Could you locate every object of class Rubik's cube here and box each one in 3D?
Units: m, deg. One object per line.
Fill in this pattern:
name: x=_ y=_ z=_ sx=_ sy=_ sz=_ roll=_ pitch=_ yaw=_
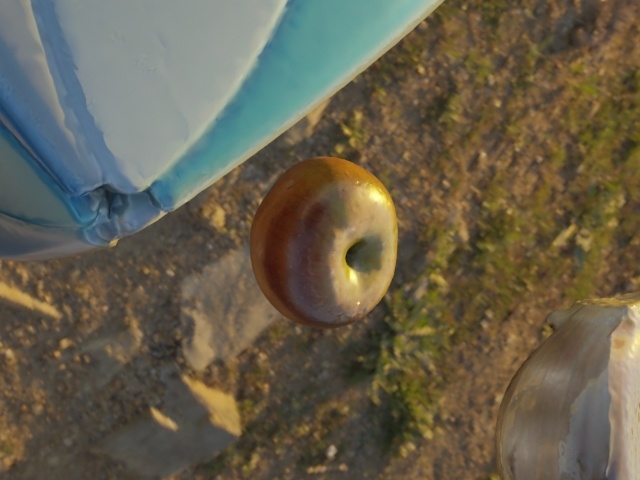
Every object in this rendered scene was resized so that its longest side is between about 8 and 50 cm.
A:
Rubik's cube: x=-0.150 y=-0.214 z=0.683 sx=0.352 sy=0.347 sz=0.351 roll=-39 pitch=106 yaw=-27

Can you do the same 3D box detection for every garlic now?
garlic: x=0.209 y=0.184 z=0.827 sx=0.148 sy=0.128 sz=0.267 roll=-10 pitch=110 yaw=-1

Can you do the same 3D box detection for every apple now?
apple: x=0.000 y=0.000 z=1.480 sx=0.210 sy=0.173 sz=0.235 roll=-4 pitch=112 yaw=-44
